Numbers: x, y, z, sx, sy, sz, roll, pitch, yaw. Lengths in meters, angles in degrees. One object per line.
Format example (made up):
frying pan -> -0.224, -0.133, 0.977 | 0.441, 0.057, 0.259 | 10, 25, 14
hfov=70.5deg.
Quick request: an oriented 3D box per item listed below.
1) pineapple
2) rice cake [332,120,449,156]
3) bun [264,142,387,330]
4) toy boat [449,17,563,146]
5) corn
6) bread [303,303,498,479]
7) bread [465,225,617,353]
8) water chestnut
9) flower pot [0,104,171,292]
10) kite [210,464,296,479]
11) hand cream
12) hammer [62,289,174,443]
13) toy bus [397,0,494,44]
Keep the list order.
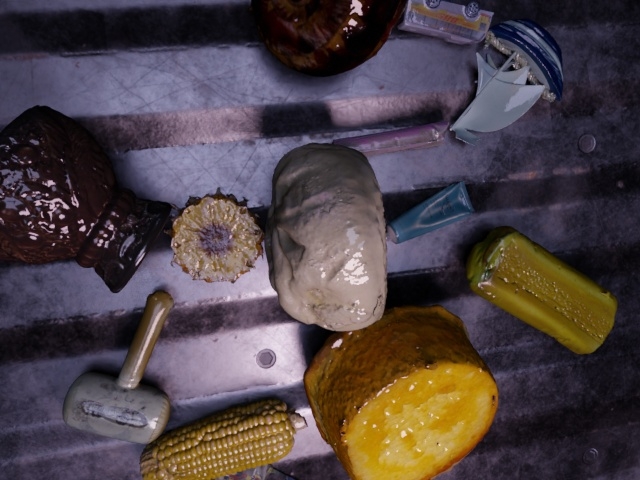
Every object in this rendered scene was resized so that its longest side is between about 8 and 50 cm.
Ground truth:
pineapple -> -0.216, -0.006, 0.927 | 0.220, 0.047, 0.222 | -1, 98, -8
rice cake -> 0.148, -0.209, 0.957 | 0.269, 0.055, 0.049 | -11, 94, -6
bun -> 0.000, 0.000, 0.822 | 0.210, 0.360, 0.360 | -5, 98, -2
toy boat -> 0.388, -0.349, 0.974 | 0.291, 0.070, 0.210 | -28, 99, -2
corn -> -0.197, 0.423, 0.945 | 0.346, 0.130, 0.131 | -14, 99, -7
bread -> 0.163, 0.315, 0.916 | 0.397, 0.215, 0.399 | -8, 119, -15
bread -> 0.494, 0.111, 1.026 | 0.383, 0.112, 0.166 | 30, 89, -12
water chestnut -> 0.030, -0.446, 0.824 | 0.299, 0.300, 0.301 | -1, 97, -9
flower pot -> -0.427, -0.050, 0.790 | 0.267, 0.266, 0.267 | 34, 91, -21
kite -> -0.135, 0.549, 1.029 | 0.245, 0.015, 0.141 | 27, 95, -11
hand cream -> 0.237, -0.051, 1.002 | 0.224, 0.048, 0.083 | -27, 98, -10
hammer -> -0.373, 0.243, 0.909 | 0.201, 0.113, 0.306 | 20, 89, -14
toy bus -> 0.257, -0.459, 0.939 | 0.190, 0.064, 0.076 | 8, 102, -11
